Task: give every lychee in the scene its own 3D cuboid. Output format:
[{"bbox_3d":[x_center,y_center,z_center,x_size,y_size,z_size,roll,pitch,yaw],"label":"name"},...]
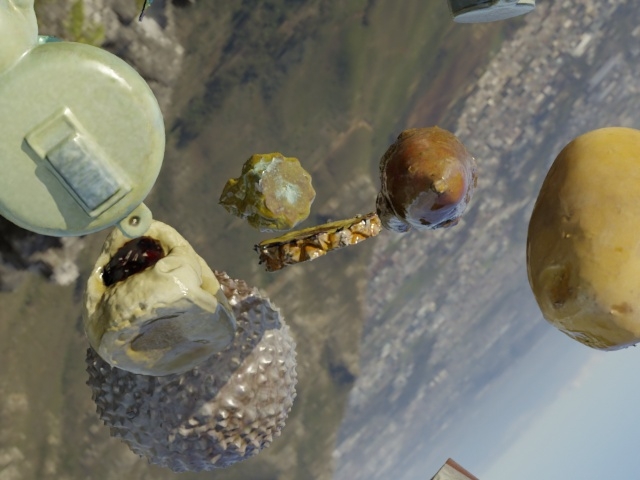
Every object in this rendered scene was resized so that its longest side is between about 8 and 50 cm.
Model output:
[{"bbox_3d":[-0.170,0.177,1.495,0.300,0.300,0.300,-43,166,-13],"label":"lychee"}]

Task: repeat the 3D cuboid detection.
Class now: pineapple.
[{"bbox_3d":[0.000,0.000,1.647,0.221,0.047,0.221,-16,-175,2],"label":"pineapple"}]

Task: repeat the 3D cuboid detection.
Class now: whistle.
[{"bbox_3d":[-0.189,-0.099,0.683,0.126,0.258,0.067,-38,-160,-2],"label":"whistle"}]

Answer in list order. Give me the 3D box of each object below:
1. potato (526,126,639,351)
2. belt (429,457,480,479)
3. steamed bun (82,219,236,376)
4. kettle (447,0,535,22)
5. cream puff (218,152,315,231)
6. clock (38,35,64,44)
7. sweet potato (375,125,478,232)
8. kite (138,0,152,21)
[{"bbox_3d":[0.279,-0.008,1.014,0.146,0.150,0.233,-27,-141,53],"label":"potato"},{"bbox_3d":[0.172,0.454,1.724,0.261,0.105,0.184,-33,158,-52],"label":"belt"},{"bbox_3d":[-0.188,0.053,1.225,0.141,0.155,0.172,-27,150,9],"label":"steamed bun"},{"bbox_3d":[0.222,-0.419,1.439,0.160,0.243,0.210,-8,180,-10],"label":"kettle"},{"bbox_3d":[-0.091,-0.074,1.840,0.116,0.146,0.146,-21,-171,47],"label":"cream puff"},{"bbox_3d":[-0.522,-0.279,1.985,0.148,0.060,0.188,-18,111,-64],"label":"clock"},{"bbox_3d":[0.110,-0.061,1.185,0.109,0.109,0.385,-46,179,0],"label":"sweet potato"},{"bbox_3d":[-0.263,-0.517,1.891,0.152,0.015,0.285,-78,-169,-60],"label":"kite"}]
